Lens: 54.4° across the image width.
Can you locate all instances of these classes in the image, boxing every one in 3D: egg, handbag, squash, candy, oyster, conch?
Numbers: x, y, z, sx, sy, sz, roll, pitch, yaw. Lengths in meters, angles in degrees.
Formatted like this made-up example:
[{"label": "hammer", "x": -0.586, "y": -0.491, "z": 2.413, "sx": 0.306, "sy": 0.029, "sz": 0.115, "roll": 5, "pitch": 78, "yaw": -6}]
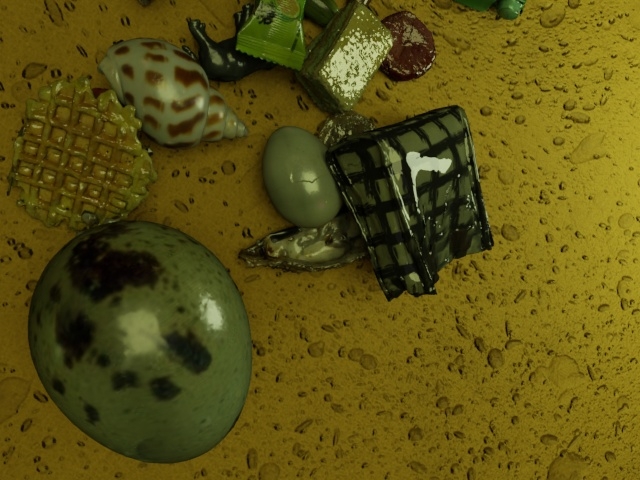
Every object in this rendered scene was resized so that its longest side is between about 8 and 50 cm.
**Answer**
[{"label": "egg", "x": -0.285, "y": 0.172, "z": 1.048, "sx": 0.345, "sy": 0.345, "sz": 0.428, "roll": -34, "pitch": 109, "yaw": -14}, {"label": "egg", "x": -0.037, "y": -0.125, "z": 1.217, "sx": 0.151, "sy": 0.151, "sz": 0.209, "roll": -24, "pitch": 91, "yaw": -15}, {"label": "handbag", "x": 0.196, "y": -0.082, "z": 1.234, "sx": 0.325, "sy": 0.162, "sz": 0.327, "roll": -27, "pitch": 104, "yaw": -45}, {"label": "squash", "x": -0.066, "y": -0.514, "z": 1.253, "sx": 0.228, "sy": 0.066, "sz": 0.066, "roll": 30, "pitch": 82, "yaw": -15}, {"label": "candy", "x": -0.073, "y": -0.448, "z": 1.174, "sx": 0.149, "sy": 0.069, "sz": 0.246, "roll": 13, "pitch": 82, "yaw": -21}, {"label": "oyster", "x": 0.001, "y": 0.003, "z": 1.277, "sx": 0.344, "sy": 0.078, "sz": 0.129, "roll": -14, "pitch": 73, "yaw": -14}, {"label": "conch", "x": -0.260, "y": -0.259, "z": 1.141, "sx": 0.275, "sy": 0.148, "sz": 0.183, "roll": 36, "pitch": 62, "yaw": -45}]

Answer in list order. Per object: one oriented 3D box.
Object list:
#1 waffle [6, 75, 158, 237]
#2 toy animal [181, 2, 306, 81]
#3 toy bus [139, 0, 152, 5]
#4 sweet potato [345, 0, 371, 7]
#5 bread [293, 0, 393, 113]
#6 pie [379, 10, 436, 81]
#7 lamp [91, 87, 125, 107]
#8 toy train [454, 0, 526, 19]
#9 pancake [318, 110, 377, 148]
[{"label": "waffle", "x": -0.427, "y": -0.144, "z": 1.096, "sx": 0.280, "sy": 0.060, "sz": 0.262, "roll": -20, "pitch": 110, "yaw": 10}, {"label": "toy animal", "x": -0.139, "y": -0.389, "z": 1.224, "sx": 0.269, "sy": 0.082, "sz": 0.137, "roll": -16, "pitch": 98, "yaw": -22}, {"label": "toy bus", "x": -0.251, "y": -0.576, "z": 1.163, "sx": 0.113, "sy": 0.139, "sz": 0.302, "roll": 47, "pitch": 70, "yaw": -12}, {"label": "sweet potato", "x": 0.141, "y": -0.549, "z": 1.307, "sx": 0.346, "sy": 0.079, "sz": 0.108, "roll": -36, "pitch": 112, "yaw": -10}, {"label": "bread", "x": 0.046, "y": -0.365, "z": 1.246, "sx": 0.138, "sy": 0.102, "sz": 0.196, "roll": 40, "pitch": 78, "yaw": -45}, {"label": "pie", "x": 0.180, "y": -0.418, "z": 1.338, "sx": 0.153, "sy": 0.038, "sz": 0.154, "roll": 0, "pitch": 88, "yaw": -15}, {"label": "lamp", "x": -0.403, "y": -0.226, "z": 1.138, "sx": 0.107, "sy": 0.092, "sz": 0.108, "roll": -2, "pitch": 83, "yaw": 18}, {"label": "toy train", "x": 0.401, "y": -0.614, "z": 1.360, "sx": 0.188, "sy": 0.132, "sz": 0.243, "roll": 19, "pitch": 85, "yaw": -8}, {"label": "pancake", "x": 0.061, "y": -0.209, "z": 1.313, "sx": 0.139, "sy": 0.022, "sz": 0.140, "roll": 0, "pitch": 91, "yaw": -17}]
